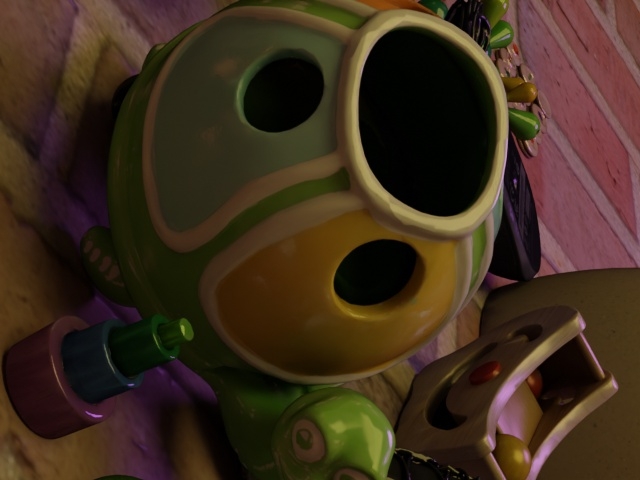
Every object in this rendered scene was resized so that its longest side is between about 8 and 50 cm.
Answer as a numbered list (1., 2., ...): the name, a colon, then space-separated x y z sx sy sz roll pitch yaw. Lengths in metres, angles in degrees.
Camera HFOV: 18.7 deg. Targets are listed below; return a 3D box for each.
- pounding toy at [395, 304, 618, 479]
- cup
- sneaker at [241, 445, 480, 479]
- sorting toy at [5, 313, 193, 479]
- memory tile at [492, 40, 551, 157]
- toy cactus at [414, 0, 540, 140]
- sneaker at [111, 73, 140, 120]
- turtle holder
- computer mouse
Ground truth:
1. pounding toy: 0.170 0.160 1.593 0.155 0.154 0.269 60 24 -15
2. cup: 0.334 0.159 1.846 0.331 0.237 0.331 48 30 -40
3. sneaker: 0.050 0.183 1.346 0.286 0.130 0.109 49 31 -35
4. sorting toy: -0.052 0.202 1.111 0.365 0.126 0.127 68 23 -1
5. memory tile: 0.224 -0.162 2.183 0.113 0.012 0.148 60 24 -17
6. toy cactus: 0.128 -0.178 1.913 0.180 0.112 0.219 -40 110 -46
7. sneaker: -0.055 -0.040 1.383 0.234 0.078 0.106 56 28 -19
8. turtle holder: -0.011 -0.016 1.189 0.243 0.227 0.320 42 57 -17
9. computer mouse: 0.143 -0.073 1.812 0.188 0.072 0.272 -80 156 -50
